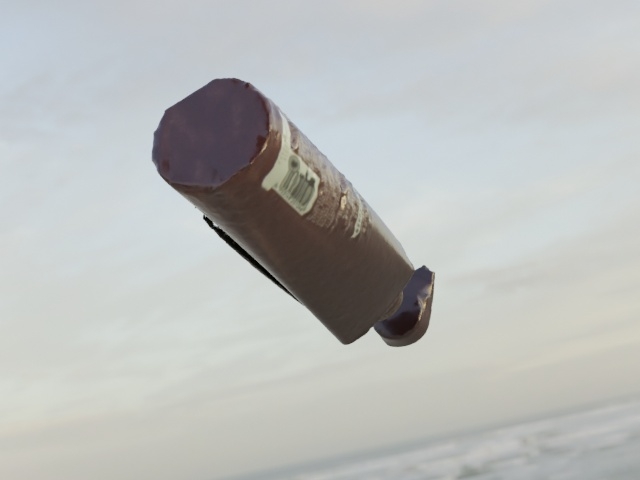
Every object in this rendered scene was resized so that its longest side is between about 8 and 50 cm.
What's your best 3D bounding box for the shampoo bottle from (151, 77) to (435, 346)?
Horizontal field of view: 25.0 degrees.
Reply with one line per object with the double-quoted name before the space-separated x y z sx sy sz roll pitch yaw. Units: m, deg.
"shampoo bottle" 0.000 -0.002 0.730 0.068 0.067 0.236 -51 -35 -5
